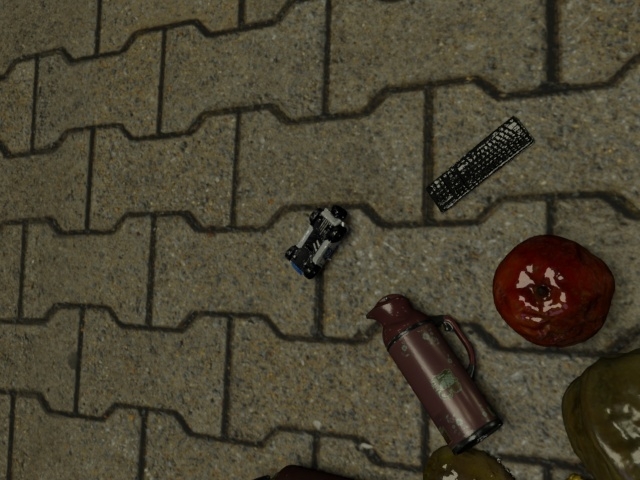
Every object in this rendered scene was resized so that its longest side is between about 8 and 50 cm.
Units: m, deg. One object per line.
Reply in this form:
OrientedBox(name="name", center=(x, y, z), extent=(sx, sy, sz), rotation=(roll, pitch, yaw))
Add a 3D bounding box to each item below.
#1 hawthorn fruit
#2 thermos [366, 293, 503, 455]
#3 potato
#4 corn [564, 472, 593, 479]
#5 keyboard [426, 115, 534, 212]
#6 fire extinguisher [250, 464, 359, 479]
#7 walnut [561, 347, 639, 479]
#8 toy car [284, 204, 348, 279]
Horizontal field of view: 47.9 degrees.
OrientedBox(name="hawthorn fruit", center=(0.388, 0.088, 1.241), extent=(0.207, 0.243, 0.207), rotation=(-2, 85, 27))
OrientedBox(name="thermos", center=(0.221, 0.233, 1.394), extent=(0.136, 0.109, 0.330), rotation=(-42, 63, 19))
OrientedBox(name="potato", center=(0.281, 0.475, 1.357), extent=(0.200, 0.081, 0.164), rotation=(35, 101, 26))
OrientedBox(name="corn", center=(0.419, 0.555, 1.256), extent=(0.106, 0.106, 0.305), rotation=(24, 94, 30))
OrientedBox(name="keyboard", center=(0.312, -0.151, 1.436), extent=(0.231, 0.023, 0.072), rotation=(-40, 65, 21))
OrientedBox(name="fire extinguisher", center=(-0.021, 0.536, 1.489), extent=(0.344, 0.138, 0.102), rotation=(3, 107, 29))
OrientedBox(name="walnut", center=(0.521, 0.310, 1.146), extent=(0.283, 0.283, 0.227), rotation=(61, 142, 20))
OrientedBox(name="toy car", center=(0.000, 0.000, 1.570), extent=(0.080, 0.070, 0.170), rotation=(42, 107, 27))
